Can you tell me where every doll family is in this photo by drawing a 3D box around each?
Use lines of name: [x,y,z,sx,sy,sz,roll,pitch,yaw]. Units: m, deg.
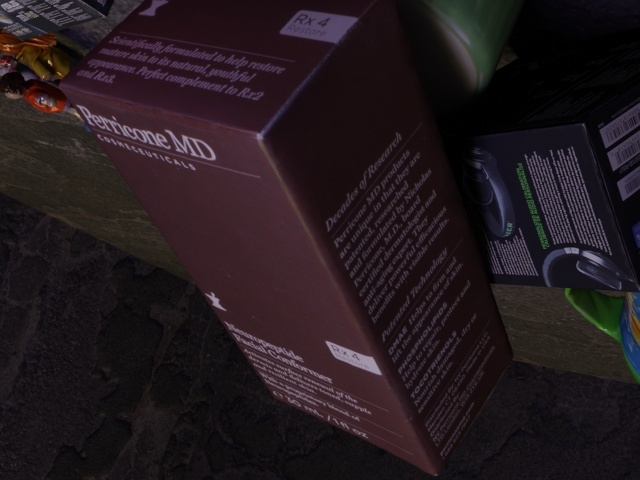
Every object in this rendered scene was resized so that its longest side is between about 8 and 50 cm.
doll family: [-0.408,-0.261,1.273,0.163,0.118,0.263,22,-173,-38]

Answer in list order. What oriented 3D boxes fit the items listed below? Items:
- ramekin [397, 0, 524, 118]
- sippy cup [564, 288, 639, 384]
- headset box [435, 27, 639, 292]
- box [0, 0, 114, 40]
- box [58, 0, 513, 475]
ramekin: [0.018,-0.214,0.683,0.303,0.148,0.303,18,167,4]
sippy cup: [0.471,0.070,1.089,0.305,0.240,0.224,-24,140,12]
headset box: [0.197,-0.073,0.749,0.283,0.246,0.131,0,117,55]
box: [-0.243,-0.275,0.821,0.077,0.147,0.180,29,165,-39]
box: [0.000,0.000,0.663,0.191,0.143,0.381,18,147,38]
